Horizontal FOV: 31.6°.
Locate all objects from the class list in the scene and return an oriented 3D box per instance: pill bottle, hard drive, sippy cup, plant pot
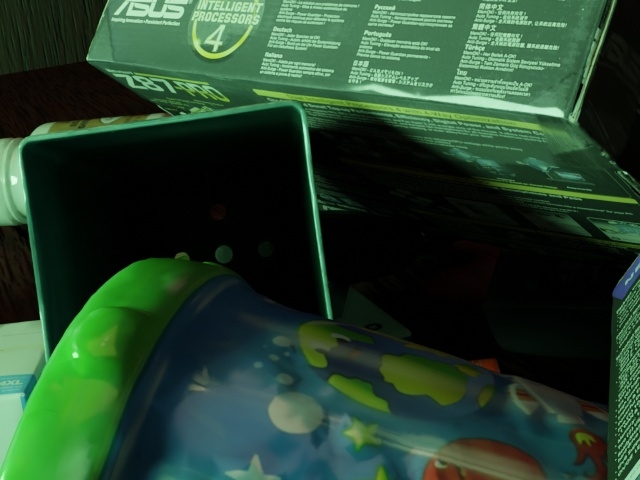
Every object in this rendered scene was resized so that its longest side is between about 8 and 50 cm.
[{"bbox_3d":[-0.274,-0.074,1.307,0.229,0.131,0.131,-4,18,11],"label":"pill bottle"},{"bbox_3d":[0.263,0.039,0.881,0.254,0.054,0.172,-2,19,16],"label":"hard drive"},{"bbox_3d":[0.020,0.136,0.440,0.224,0.240,0.305,9,46,13],"label":"sippy cup"},{"bbox_3d":[-0.078,0.010,0.753,0.165,0.166,0.234,-8,1,1],"label":"plant pot"}]

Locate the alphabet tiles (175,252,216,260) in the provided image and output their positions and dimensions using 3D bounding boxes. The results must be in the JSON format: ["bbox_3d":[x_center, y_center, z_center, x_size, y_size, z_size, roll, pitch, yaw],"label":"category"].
[{"bbox_3d":[-0.034,0.014,1.146,0.237,0.009,0.198,-11,18,-13],"label":"alphabet tiles"}]

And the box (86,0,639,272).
[{"bbox_3d":[0.078,-0.079,0.799,0.395,0.097,0.318,13,-9,40],"label":"box"}]

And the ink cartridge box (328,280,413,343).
[{"bbox_3d":[-0.071,0.079,0.897,0.223,0.045,0.224,-14,19,-21],"label":"ink cartridge box"}]

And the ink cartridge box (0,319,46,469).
[{"bbox_3d":[-0.218,0.116,0.763,0.089,0.092,0.143,-6,18,1],"label":"ink cartridge box"}]

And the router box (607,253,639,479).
[{"bbox_3d":[0.238,0.115,0.351,0.308,0.081,0.243,33,24,1],"label":"router box"}]

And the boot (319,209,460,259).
[{"bbox_3d":[0.086,-0.056,1.141,0.207,0.094,0.246,5,28,43],"label":"boot"}]

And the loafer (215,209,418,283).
[{"bbox_3d":[0.000,0.000,0.947,0.170,0.062,0.061,2,14,14],"label":"loafer"}]

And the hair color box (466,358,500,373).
[{"bbox_3d":[0.043,0.118,0.695,0.141,0.072,0.043,-6,18,5],"label":"hair color box"}]
